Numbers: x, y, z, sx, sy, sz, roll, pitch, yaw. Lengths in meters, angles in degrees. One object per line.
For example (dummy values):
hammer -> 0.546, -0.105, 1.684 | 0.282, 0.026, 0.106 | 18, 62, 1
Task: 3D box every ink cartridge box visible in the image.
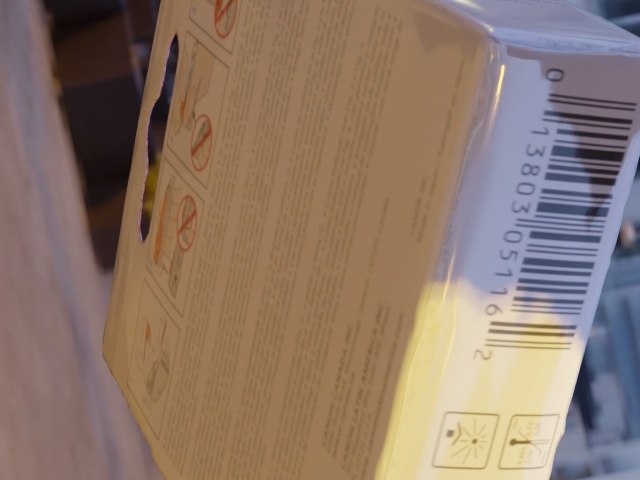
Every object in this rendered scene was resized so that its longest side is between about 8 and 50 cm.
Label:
ink cartridge box -> 0.000, 0.000, 0.920 | 0.385, 0.091, 0.308 | -134, -128, -60
